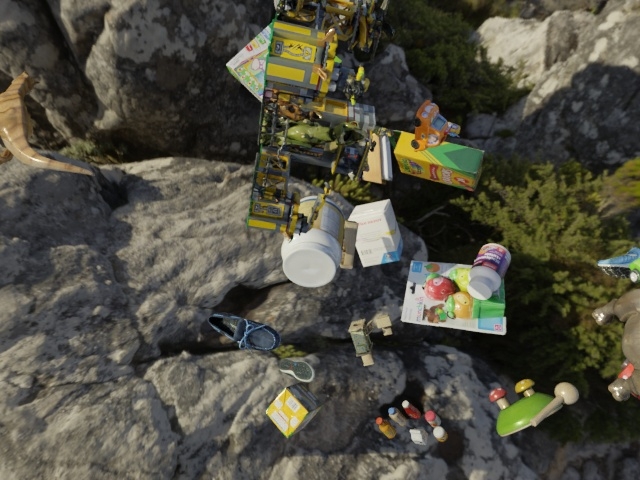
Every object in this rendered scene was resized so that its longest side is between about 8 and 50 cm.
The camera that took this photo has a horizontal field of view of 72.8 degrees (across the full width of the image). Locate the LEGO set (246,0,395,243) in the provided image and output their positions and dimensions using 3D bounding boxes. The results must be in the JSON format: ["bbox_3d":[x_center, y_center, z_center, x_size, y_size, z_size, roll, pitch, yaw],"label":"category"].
[{"bbox_3d":[0.021,-0.157,0.572,0.192,0.331,0.255,9,40,-8],"label":"LEGO set"}]

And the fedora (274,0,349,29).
[{"bbox_3d":[-0.044,-0.644,1.102,0.124,0.244,0.275,-12,42,-24],"label":"fedora"}]

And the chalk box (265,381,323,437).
[{"bbox_3d":[-0.092,0.655,1.702,0.132,0.213,0.132,41,94,22],"label":"chalk box"}]

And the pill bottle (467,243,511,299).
[{"bbox_3d":[0.569,0.108,1.478,0.108,0.108,0.193,45,53,-6],"label":"pill bottle"}]

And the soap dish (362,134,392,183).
[{"bbox_3d":[0.255,-0.368,1.968,0.118,0.291,0.229,-4,95,13],"label":"soap dish"}]

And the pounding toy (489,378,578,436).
[{"bbox_3d":[0.543,0.426,1.159,0.182,0.237,0.110,-19,62,-18],"label":"pounding toy"}]

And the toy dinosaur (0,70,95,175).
[{"bbox_3d":[-0.327,-0.115,0.457,0.112,0.064,0.212,-38,60,5],"label":"toy dinosaur"}]

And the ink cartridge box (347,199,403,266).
[{"bbox_3d":[0.247,-0.035,1.917,0.168,0.171,0.233,-59,133,-57],"label":"ink cartridge box"}]

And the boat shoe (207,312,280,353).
[{"bbox_3d":[-0.258,0.305,1.415,0.258,0.089,0.109,8,80,21],"label":"boat shoe"}]

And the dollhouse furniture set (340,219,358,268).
[{"bbox_3d":[0.000,0.000,1.543,0.241,0.212,0.161,7,97,-3],"label":"dollhouse furniture set"}]

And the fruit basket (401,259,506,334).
[{"bbox_3d":[0.496,0.187,1.605,0.352,0.166,0.327,9,43,14],"label":"fruit basket"}]

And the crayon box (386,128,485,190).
[{"bbox_3d":[0.371,-0.267,1.449,0.318,0.202,0.081,20,87,21],"label":"crayon box"}]

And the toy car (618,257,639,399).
[{"bbox_3d":[0.505,0.099,0.595,0.238,0.053,0.225,-8,46,6],"label":"toy car"}]

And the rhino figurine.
[{"bbox_3d":[0.386,0.159,0.487,0.073,0.106,0.243,10,52,2],"label":"rhino figurine"}]

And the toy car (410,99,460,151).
[{"bbox_3d":[0.151,-0.146,0.532,0.040,0.060,0.122,23,37,26],"label":"toy car"}]

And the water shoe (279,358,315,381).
[{"bbox_3d":[-0.081,0.536,1.779,0.080,0.203,0.073,45,65,-36],"label":"water shoe"}]

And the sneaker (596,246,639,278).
[{"bbox_3d":[0.844,0.056,1.178,0.063,0.162,0.073,42,55,-30],"label":"sneaker"}]

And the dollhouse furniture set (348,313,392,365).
[{"bbox_3d":[0.215,0.399,1.680,0.160,0.101,0.182,-16,97,15],"label":"dollhouse furniture set"}]

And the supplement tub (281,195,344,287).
[{"bbox_3d":[-0.016,0.000,1.053,0.144,0.144,0.200,24,39,-13],"label":"supplement tub"}]

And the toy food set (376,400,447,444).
[{"bbox_3d":[0.321,0.638,1.529,0.104,0.232,0.111,52,45,-32],"label":"toy food set"}]

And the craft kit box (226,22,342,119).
[{"bbox_3d":[-0.107,-0.517,1.298,0.246,0.061,0.250,44,86,6],"label":"craft kit box"}]
